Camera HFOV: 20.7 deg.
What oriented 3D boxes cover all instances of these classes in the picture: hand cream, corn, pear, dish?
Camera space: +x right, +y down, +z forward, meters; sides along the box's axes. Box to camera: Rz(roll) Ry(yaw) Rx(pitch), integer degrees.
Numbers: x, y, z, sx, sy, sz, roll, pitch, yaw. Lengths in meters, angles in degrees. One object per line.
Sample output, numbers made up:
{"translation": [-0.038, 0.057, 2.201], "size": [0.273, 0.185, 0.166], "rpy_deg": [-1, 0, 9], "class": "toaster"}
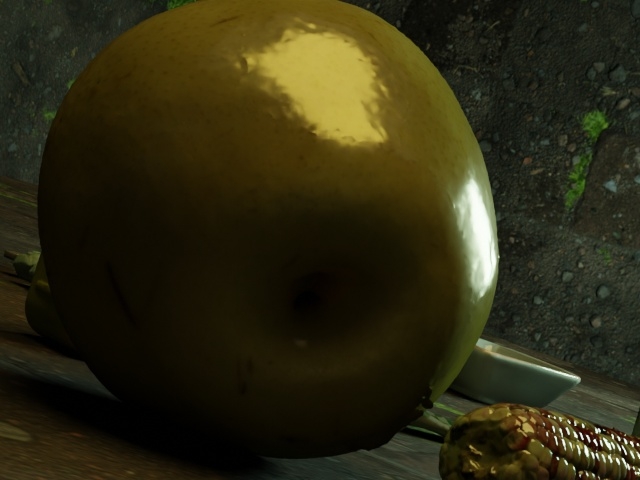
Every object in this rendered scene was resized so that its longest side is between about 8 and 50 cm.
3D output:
{"translation": [0.103, 0.161, 1.531], "size": [0.165, 0.037, 0.057], "rpy_deg": [24, -1, -24], "class": "hand cream"}
{"translation": [0.177, 0.163, 1.172], "size": [0.086, 0.086, 0.253], "rpy_deg": [19, 0, 43], "class": "corn"}
{"translation": [-0.032, -0.008, 1.126], "size": [0.309, 0.309, 0.309], "rpy_deg": [18, 1, 0], "class": "pear"}
{"translation": [0.186, 0.151, 2.110], "size": [0.154, 0.064, 0.234], "rpy_deg": [17, 3, -30], "class": "dish"}

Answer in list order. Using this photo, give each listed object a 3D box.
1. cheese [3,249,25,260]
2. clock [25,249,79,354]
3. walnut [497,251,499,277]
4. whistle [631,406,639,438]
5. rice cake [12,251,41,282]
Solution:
{"translation": [-0.242, 0.035, 1.822], "size": [0.192, 0.037, 0.097], "rpy_deg": [18, 0, -37], "class": "cheese"}
{"translation": [-0.132, -0.004, 1.364], "size": [0.143, 0.202, 0.096], "rpy_deg": [17, 0, -41], "class": "clock"}
{"translation": [0.000, 0.000, 1.581], "size": [0.285, 0.285, 0.296], "rpy_deg": [17, 34, -40], "class": "walnut"}
{"translation": [0.459, 0.189, 1.904], "size": [0.188, 0.168, 0.405], "rpy_deg": [18, 1, 22], "class": "whistle"}
{"translation": [-0.190, 0.055, 1.729], "size": [0.211, 0.038, 0.124], "rpy_deg": [16, 3, -43], "class": "rice cake"}
